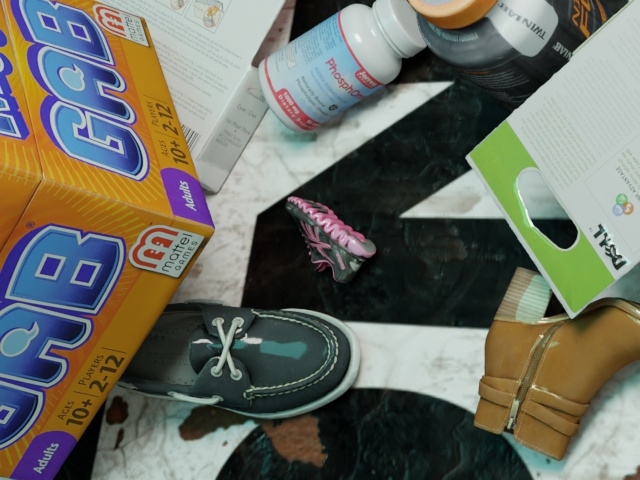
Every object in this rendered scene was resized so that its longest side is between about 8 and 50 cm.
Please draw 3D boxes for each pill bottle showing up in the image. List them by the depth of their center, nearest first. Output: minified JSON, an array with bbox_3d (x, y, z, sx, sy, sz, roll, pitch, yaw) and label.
[{"bbox_3d":[0.170,-0.193,1.546,0.130,0.245,0.130,-11,69,31],"label":"pill bottle"},{"bbox_3d":[0.023,-0.180,1.742,0.160,0.087,0.087,-30,60,24],"label":"pill bottle"}]

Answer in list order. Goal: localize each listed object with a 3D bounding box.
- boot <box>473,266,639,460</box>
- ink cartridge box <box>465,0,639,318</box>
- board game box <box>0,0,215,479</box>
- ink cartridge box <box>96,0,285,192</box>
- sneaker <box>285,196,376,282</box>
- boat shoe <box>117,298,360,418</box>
[{"bbox_3d":[0.230,0.120,1.518,0.197,0.073,0.152,18,91,38],"label":"boot"},{"bbox_3d":[0.278,-0.080,1.488,0.255,0.097,0.189,-42,65,24],"label":"ink cartridge box"},{"bbox_3d":[-0.370,-0.038,1.696,0.356,0.356,0.356,-55,35,27],"label":"board game box"},{"bbox_3d":[-0.157,-0.230,1.896,0.296,0.066,0.261,33,95,37],"label":"ink cartridge box"},{"bbox_3d":[0.000,0.000,1.729,0.119,0.047,0.057,40,110,38],"label":"sneaker"},{"bbox_3d":[-0.105,0.115,1.727,0.302,0.091,0.114,-7,71,33],"label":"boat shoe"}]
